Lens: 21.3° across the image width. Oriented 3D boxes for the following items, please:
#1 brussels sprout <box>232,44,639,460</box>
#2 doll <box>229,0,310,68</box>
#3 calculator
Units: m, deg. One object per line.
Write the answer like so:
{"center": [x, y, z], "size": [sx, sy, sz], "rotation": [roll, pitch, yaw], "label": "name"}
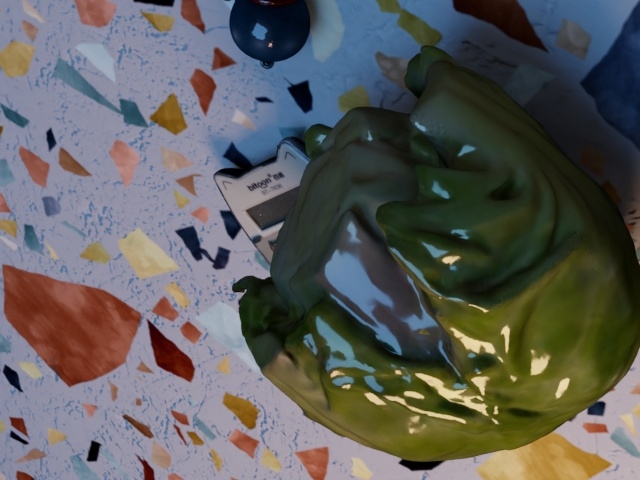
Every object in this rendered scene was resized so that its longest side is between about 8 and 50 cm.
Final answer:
{"center": [0.144, 0.042, 1.733], "size": [0.361, 0.342, 0.425], "rotation": [23, 144, -19], "label": "brussels sprout"}
{"center": [-0.052, -0.253, 1.810], "size": [0.114, 0.085, 0.152], "rotation": [11, 119, 14], "label": "doll"}
{"center": [0.000, 0.000, 1.997], "size": [0.177, 0.040, 0.268], "rotation": [-21, 110, 44], "label": "calculator"}
